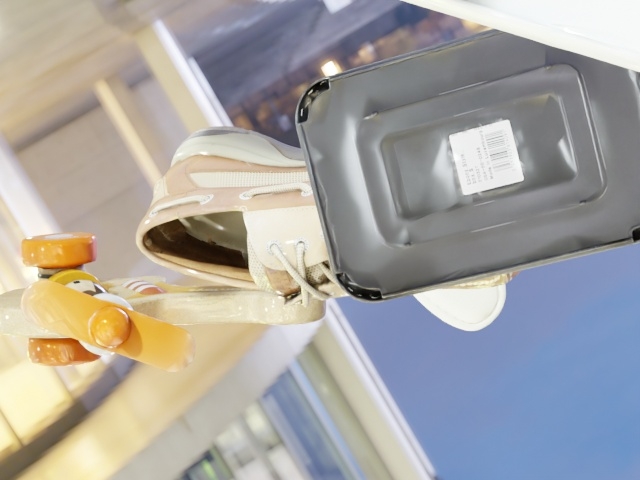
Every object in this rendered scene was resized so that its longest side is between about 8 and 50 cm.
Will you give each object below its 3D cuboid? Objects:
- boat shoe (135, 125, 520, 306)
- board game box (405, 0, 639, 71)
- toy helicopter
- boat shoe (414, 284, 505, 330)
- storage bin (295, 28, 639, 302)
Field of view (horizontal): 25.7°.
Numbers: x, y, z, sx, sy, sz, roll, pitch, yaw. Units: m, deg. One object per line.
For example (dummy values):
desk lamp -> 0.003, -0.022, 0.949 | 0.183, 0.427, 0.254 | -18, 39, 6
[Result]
boat shoe -> 0.000, 0.000, 1.010 | 0.324, 0.123, 0.116 | 6, -134, 39
board game box -> 0.133, -0.240, 0.679 | 0.390, 0.050, 0.390 | 22, -117, 29
toy helicopter -> -0.171, 0.068, 1.473 | 0.355, 0.140, 0.235 | -2, -174, 3
boat shoe -> 0.093, -0.029, 1.526 | 0.109, 0.305, 0.091 | -42, -160, -6
storage bin -> 0.091, -0.045, 0.748 | 0.180, 0.122, 0.084 | -14, 180, 19
